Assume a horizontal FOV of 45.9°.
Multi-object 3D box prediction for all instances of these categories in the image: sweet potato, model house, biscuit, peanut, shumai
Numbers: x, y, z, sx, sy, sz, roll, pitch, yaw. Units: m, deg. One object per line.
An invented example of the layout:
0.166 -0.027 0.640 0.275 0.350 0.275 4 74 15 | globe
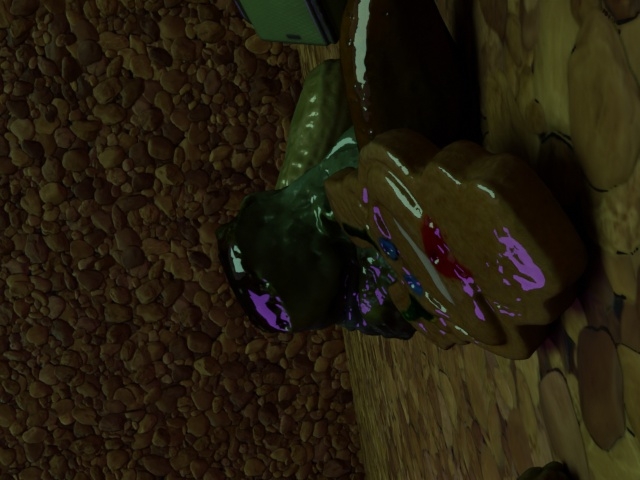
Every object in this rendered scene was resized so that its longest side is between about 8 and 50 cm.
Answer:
0.078 -0.121 0.677 0.112 0.112 0.359 -105 3 -59 | sweet potato
0.003 -0.332 0.938 0.278 0.205 0.218 55 178 40 | model house
0.089 0.008 0.599 0.202 0.047 0.334 55 166 -4 | biscuit
0.007 -0.132 1.219 0.147 0.148 0.318 -130 52 -84 | peanut
0.000 0.000 0.993 0.304 0.264 0.309 -106 5 -67 | shumai

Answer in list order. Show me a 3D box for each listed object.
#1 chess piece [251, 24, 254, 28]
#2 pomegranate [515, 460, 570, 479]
-0.080 -0.423 1.096 0.243 0.133 0.133 63 -167 -57 | chess piece
0.127 0.280 0.565 0.247 0.214 0.214 -62 5 2 | pomegranate
